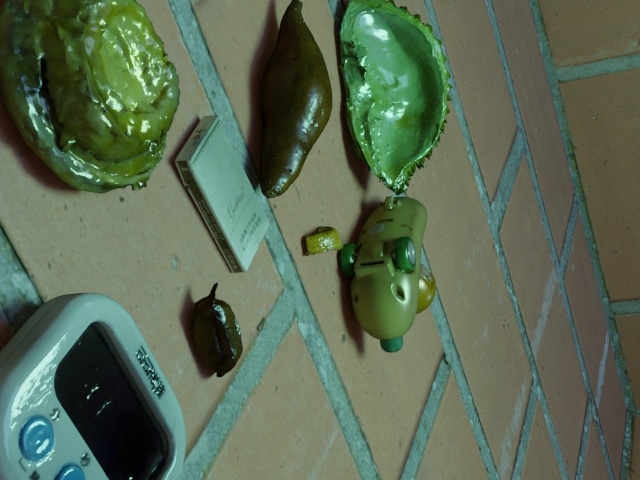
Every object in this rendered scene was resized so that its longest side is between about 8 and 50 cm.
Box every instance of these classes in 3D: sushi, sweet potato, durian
[{"bbox_3d":[-0.134,0.119,1.275,0.055,0.052,0.120,-79,151,-68],"label":"sushi"},{"bbox_3d":[-0.036,-0.217,1.499,0.112,0.112,0.359,37,48,-56],"label":"sweet potato"},{"bbox_3d":[0.138,-0.276,1.808,0.198,0.163,0.394,14,72,-58],"label":"durian"}]

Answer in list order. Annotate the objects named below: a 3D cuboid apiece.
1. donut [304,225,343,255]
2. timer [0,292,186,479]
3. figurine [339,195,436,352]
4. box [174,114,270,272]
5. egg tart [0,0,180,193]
[{"bbox_3d":[0.000,0.000,1.602,0.083,0.067,0.037,-11,102,-32],"label":"donut"},{"bbox_3d":[-0.245,0.199,0.993,0.262,0.087,0.237,68,30,-29],"label":"timer"},{"bbox_3d":[0.142,0.051,1.774,0.324,0.124,0.222,-69,143,-50],"label":"figurine"},{"bbox_3d":[-0.132,-0.063,1.351,0.198,0.029,0.109,66,31,-33],"label":"box"},{"bbox_3d":[-0.240,-0.185,1.091,0.279,0.095,0.278,24,63,-58],"label":"egg tart"}]
